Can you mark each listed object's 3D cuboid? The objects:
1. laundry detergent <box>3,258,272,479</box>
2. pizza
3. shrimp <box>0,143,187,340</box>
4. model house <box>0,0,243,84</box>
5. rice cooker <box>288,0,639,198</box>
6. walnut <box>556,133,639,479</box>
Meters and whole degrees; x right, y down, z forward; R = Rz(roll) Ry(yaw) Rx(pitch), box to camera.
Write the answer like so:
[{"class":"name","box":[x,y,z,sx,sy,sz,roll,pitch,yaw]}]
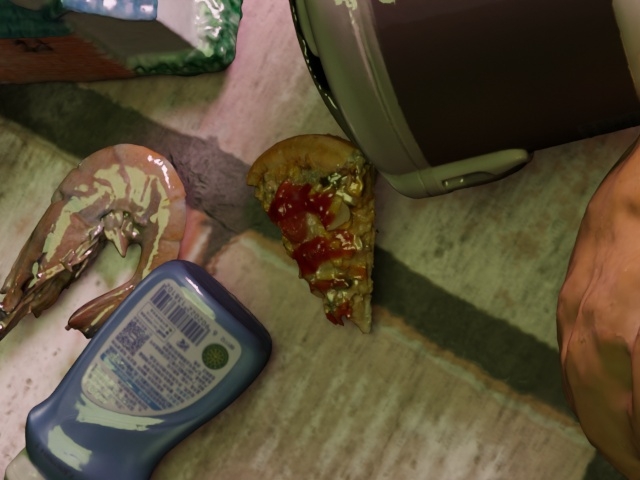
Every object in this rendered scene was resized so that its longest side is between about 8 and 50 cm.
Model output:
[{"class":"laundry detergent","box":[-0.187,0.158,1.604,0.143,0.094,0.290,44,98,-2]},{"class":"pizza","box":[0.000,0.000,1.558,0.062,0.188,0.199,-22,96,-30]},{"class":"shrimp","box":[-0.221,0.026,1.649,0.145,0.059,0.254,30,86,7]},{"class":"model house","box":[-0.241,-0.270,1.553,0.267,0.325,0.194,-1,84,15]},{"class":"rice cooker","box":[0.135,-0.220,1.446,0.325,0.335,0.335,-14,79,13]},{"class":"walnut","box":[0.364,0.050,1.342,0.383,0.383,0.383,-2,82,15]}]
